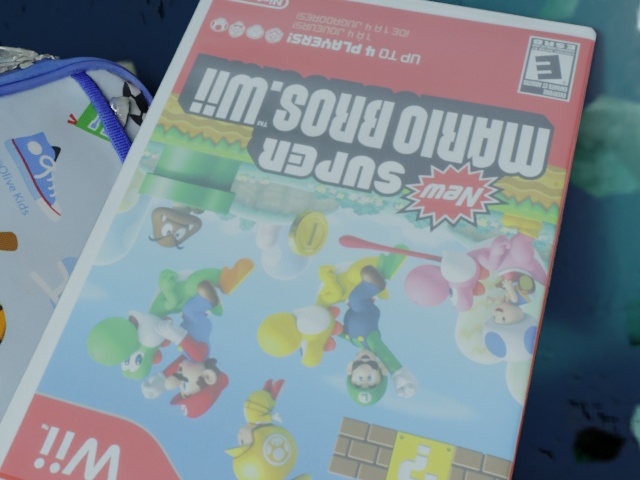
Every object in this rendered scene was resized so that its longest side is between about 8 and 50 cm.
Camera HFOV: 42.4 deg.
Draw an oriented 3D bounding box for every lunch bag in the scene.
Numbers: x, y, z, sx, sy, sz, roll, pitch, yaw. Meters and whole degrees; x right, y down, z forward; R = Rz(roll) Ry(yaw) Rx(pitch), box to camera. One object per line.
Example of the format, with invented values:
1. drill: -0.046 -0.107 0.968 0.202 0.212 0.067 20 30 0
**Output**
1. lunch bag: -0.138 0.048 0.450 0.115 0.243 0.303 -18 98 40

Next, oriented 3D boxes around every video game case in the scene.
1. video game case: 0.000 0.000 0.374 0.204 0.025 0.285 13 65 11
